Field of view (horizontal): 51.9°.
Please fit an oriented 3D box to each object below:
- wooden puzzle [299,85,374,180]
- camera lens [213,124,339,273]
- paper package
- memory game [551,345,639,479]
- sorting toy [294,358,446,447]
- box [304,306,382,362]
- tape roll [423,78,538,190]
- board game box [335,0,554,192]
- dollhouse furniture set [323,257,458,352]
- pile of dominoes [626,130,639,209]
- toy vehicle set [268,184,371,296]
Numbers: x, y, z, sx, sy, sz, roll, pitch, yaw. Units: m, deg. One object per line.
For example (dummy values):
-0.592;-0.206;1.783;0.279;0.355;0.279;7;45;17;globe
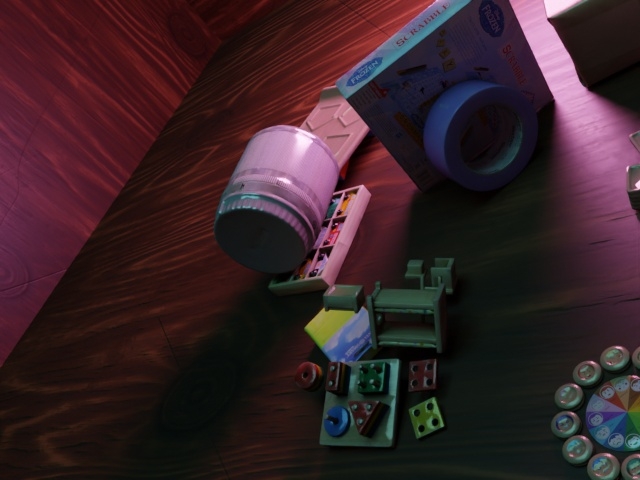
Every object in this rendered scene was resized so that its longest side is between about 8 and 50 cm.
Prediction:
0.030;-0.260;1.713;0.322;0.080;0.348;6;60;54;wooden puzzle
-0.090;-0.094;1.413;0.219;0.219;0.274;-19;37;36;camera lens
0.590;-0.484;1.211;0.325;0.168;0.309;-25;33;31;paper package
0.358;0.198;0.767;0.186;0.012;0.186;-31;31;22;memory game
0.060;0.243;1.000;0.274;0.046;0.132;-11;58;36;sorting toy
0.050;0.166;1.158;0.109;0.042;0.178;-46;30;-2;box
0.286;-0.189;1.178;0.189;0.189;0.080;-43;28;1;tape roll
0.240;-0.279;1.220;0.318;0.319;0.066;-36;47;12;board game box
0.121;0.103;1.073;0.182;0.101;0.161;1;22;22;dollhouse furniture set
0.561;-0.103;0.908;0.251;0.040;0.196;-10;42;33;pile of dominoes
0.000;0.000;1.443;0.166;0.035;0.267;-14;41;42;toy vehicle set
